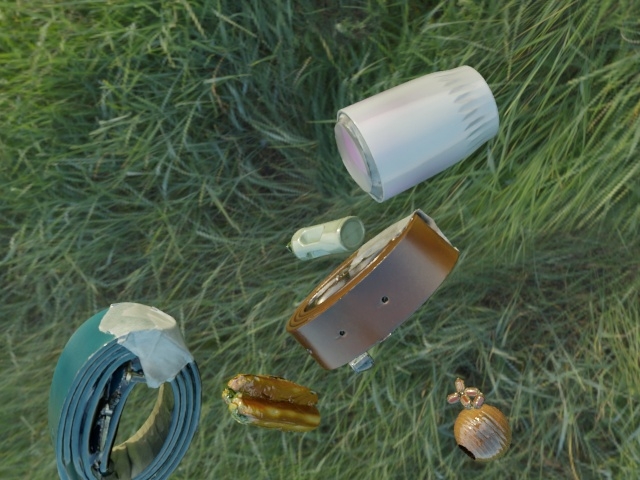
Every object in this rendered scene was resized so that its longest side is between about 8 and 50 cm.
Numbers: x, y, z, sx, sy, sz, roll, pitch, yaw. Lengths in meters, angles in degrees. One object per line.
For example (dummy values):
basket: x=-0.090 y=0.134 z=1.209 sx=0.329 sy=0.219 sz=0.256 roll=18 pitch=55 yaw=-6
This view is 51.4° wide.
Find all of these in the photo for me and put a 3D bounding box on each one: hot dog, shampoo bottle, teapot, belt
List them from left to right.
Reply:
belt: x=-0.424 y=0.358 z=1.451 sx=0.173 sy=0.300 sz=0.436 roll=40 pitch=118 yaw=54
hot dog: x=-0.095 y=0.329 z=1.355 sx=0.072 sy=0.269 sz=0.115 roll=-19 pitch=59 yaw=34
shampoo bottle: x=0.000 y=0.000 z=1.782 sx=0.234 sy=0.118 sz=0.087 roll=-13 pitch=107 yaw=42
teapot: x=0.102 y=0.306 z=1.679 sx=0.057 sy=0.088 sz=0.066 roll=-41 pitch=83 yaw=-8
belt: x=0.094 y=0.095 z=1.217 sx=0.339 sy=0.217 sz=0.122 roll=-41 pitch=98 yaw=18

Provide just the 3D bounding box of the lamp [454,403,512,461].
lamp: x=0.387 y=0.456 z=1.582 sx=0.136 sy=0.136 sz=0.136 roll=8 pitch=112 yaw=19

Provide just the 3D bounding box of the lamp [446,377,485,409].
lamp: x=0.326 y=0.344 z=1.471 sx=0.083 sy=0.063 sz=0.031 roll=11 pitch=151 yaw=46

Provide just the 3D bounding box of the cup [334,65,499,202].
cup: x=0.240 y=-0.276 z=1.680 sx=0.372 sy=0.253 sz=0.253 roll=-26 pitch=100 yaw=-6
